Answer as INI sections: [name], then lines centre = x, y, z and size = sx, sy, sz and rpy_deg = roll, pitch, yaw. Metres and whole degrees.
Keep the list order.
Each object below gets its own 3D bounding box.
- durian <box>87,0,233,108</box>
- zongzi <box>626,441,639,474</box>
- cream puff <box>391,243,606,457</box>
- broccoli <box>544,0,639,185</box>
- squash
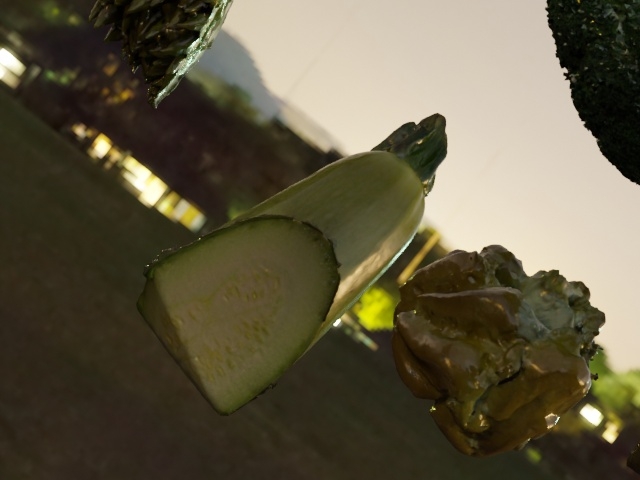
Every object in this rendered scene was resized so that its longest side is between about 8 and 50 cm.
[durian]
centre = -0.037, -0.285, 0.972
size = 0.163, 0.394, 0.198
rpy_deg = 16, -16, 38
[zongzi]
centre = 0.365, 0.134, 1.045
size = 0.205, 0.204, 0.094
rpy_deg = 31, -9, -15
[cream puff]
centre = 0.148, 0.095, 1.273
size = 0.194, 0.195, 0.221
rpy_deg = 39, 17, 2
[broccoli]
centre = 0.335, -0.173, 1.200
size = 0.308, 0.275, 0.308
rpy_deg = 18, 11, -3
[squash]
centre = -0.001, 0.000, 0.736
size = 0.090, 0.200, 0.075
rpy_deg = 47, -7, 22
